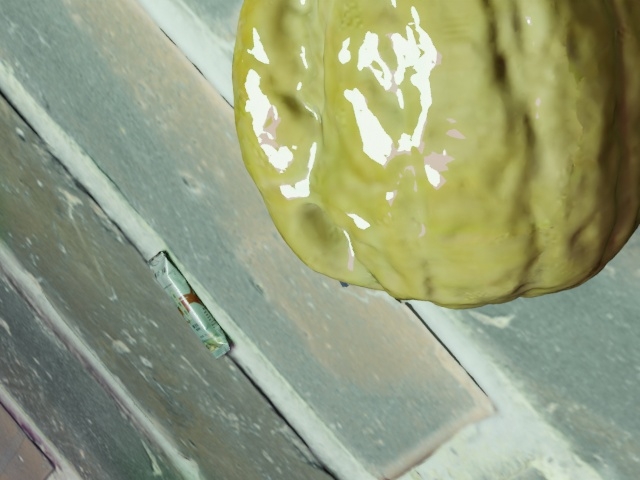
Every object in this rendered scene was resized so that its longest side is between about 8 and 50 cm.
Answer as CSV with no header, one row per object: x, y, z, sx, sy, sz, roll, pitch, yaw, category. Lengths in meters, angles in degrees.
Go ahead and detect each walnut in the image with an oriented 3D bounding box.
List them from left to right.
0.070,-0.094,0.701,0.257,0.257,0.224,66,174,-21,walnut

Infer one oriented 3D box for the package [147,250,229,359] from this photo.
-0.118,0.059,1.209,0.110,0.015,0.037,54,150,-2,package

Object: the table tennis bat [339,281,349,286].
0.000,0.000,1.036,0.050,0.007,0.083,-22,102,52,table tennis bat
